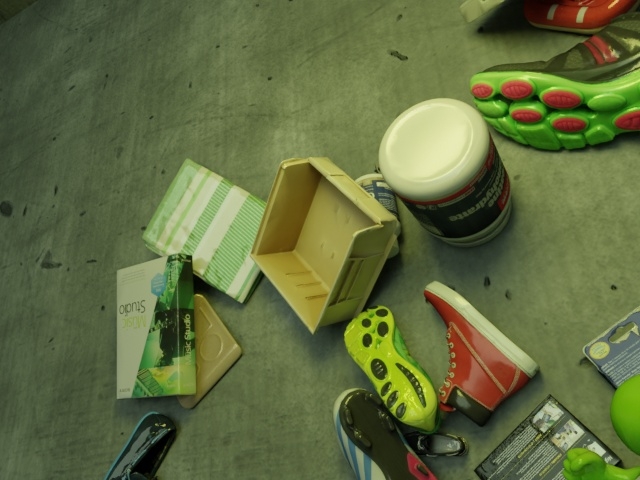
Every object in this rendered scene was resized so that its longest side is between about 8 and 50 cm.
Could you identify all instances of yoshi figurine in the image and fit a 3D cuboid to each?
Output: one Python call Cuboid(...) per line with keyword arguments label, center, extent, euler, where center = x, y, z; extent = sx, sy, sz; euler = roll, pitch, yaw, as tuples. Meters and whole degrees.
Cuboid(label="yoshi figurine", center=(0.422, 0.318, 0.703), extent=(0.204, 0.203, 0.362), euler=(14, 88, 27))

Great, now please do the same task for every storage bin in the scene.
Cuboid(label="storage bin", center=(0.000, 0.000, 1.126), extent=(0.262, 0.123, 0.260), euler=(46, 128, 38))

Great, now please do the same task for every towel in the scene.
Cuboid(label="towel", center=(-0.259, -0.025, 1.343), extent=(0.325, 0.038, 0.247), euler=(29, 89, 17))

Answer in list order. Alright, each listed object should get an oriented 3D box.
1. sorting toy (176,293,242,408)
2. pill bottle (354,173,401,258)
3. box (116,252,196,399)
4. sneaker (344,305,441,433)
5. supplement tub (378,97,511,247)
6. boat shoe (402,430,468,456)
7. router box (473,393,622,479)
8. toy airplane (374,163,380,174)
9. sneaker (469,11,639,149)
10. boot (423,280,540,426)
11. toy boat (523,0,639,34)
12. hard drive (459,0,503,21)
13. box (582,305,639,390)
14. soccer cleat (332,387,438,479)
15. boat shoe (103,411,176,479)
Cuboid(label="sorting toy", center=(-0.298, 0.261, 1.308), extent=(0.193, 0.038, 0.208), euler=(-48, 57, 3))
Cuboid(label="pill bottle", center=(0.119, -0.049, 1.163), extent=(0.094, 0.094, 0.169), euler=(-19, 60, 22))
Cuboid(label="box", center=(-0.395, 0.208, 1.304), extent=(0.232, 0.058, 0.321), euler=(-15, 74, 34))
Cuboid(label="sneaker", center=(0.130, 0.237, 1.014), extent=(0.110, 0.123, 0.295), euler=(-29, 37, 2))
Cuboid(label="supplement tub", center=(0.239, -0.113, 1.010), extent=(0.191, 0.272, 0.191), euler=(-13, 62, 26))
Cuboid(label="boat shoe", center=(0.193, 0.358, 0.963), extent=(0.125, 0.038, 0.046), euler=(-3, 67, 30))
Cuboid(label="router box", center=(0.353, 0.355, 0.864), extent=(0.179, 0.046, 0.133), euler=(-47, 53, 4))
Cuboid(label="toy airplane", center=(0.187, -0.189, 1.220), extent=(0.151, 0.028, 0.151), euler=(-25, 35, 19))
Cuboid(label="sneaker", center=(0.526, -0.299, 1.017), extent=(0.483, 0.185, 0.202), euler=(1, 51, 28))
Cuboid(label="boot", center=(0.236, 0.202, 0.985), extent=(0.176, 0.088, 0.244), euler=(-47, 56, 5))
Cuboid(label="toy boat", center=(0.524, -0.519, 1.107), extent=(0.231, 0.151, 0.151), euler=(25, 82, 37))
Cuboid(label="hard drive", center=(0.472, -0.597, 1.119), extent=(0.353, 0.047, 0.233), euler=(-38, 11, -3))
Cuboid(label="box", center=(0.530, 0.216, 0.829), extent=(0.136, 0.036, 0.225), euler=(-40, 56, 9))
Cuboid(label="soccer cleat", center=(0.125, 0.410, 0.950), extent=(0.116, 0.143, 0.331), euler=(-23, 73, -19))
Cuboid(label="boat shoe", center=(-0.407, 0.512, 1.210), extent=(0.089, 0.109, 0.258), euler=(15, 78, 31))
